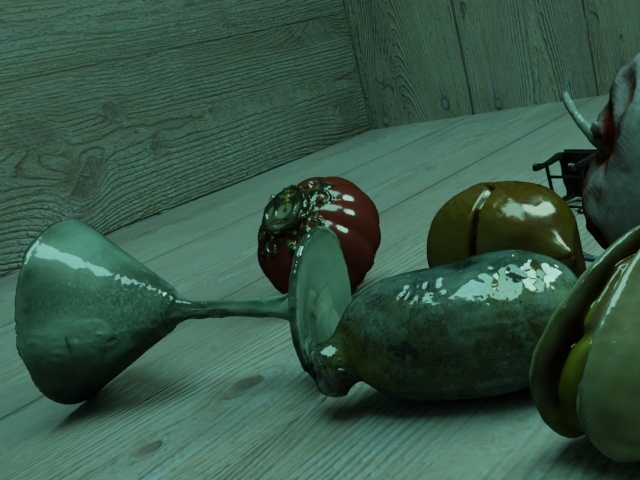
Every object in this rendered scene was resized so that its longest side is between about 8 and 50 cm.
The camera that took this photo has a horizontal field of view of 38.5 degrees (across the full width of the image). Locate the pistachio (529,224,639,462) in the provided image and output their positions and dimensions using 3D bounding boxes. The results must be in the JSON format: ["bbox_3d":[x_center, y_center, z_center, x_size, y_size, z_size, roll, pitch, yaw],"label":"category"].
[{"bbox_3d":[0.327,0.083,0.852,0.288,0.197,0.166,-32,15,-24],"label":"pistachio"}]

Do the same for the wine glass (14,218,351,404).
[{"bbox_3d":[-0.178,0.093,1.245,0.406,0.267,0.267,-3,15,23],"label":"wine glass"}]

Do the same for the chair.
[{"bbox_3d":[0.543,-0.133,1.811,0.229,0.113,0.106,-24,18,-30],"label":"chair"}]

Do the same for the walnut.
[{"bbox_3d":[0.262,0.006,1.272,0.203,0.203,0.298,-18,5,-19],"label":"walnut"}]

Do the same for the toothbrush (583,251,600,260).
[{"bbox_3d":[0.418,0.021,1.453,0.013,0.019,0.193,-16,14,-15],"label":"toothbrush"}]

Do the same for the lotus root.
[{"bbox_3d":[0.152,0.099,1.053,0.350,0.174,0.175,-10,13,13],"label":"lotus root"}]

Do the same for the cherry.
[{"bbox_3d":[0.508,-0.108,1.205,0.335,0.326,0.291,-13,22,14],"label":"cherry"}]

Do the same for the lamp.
[{"bbox_3d":[0.000,0.000,1.563,0.227,0.226,0.227,-13,12,3],"label":"lamp"}]
